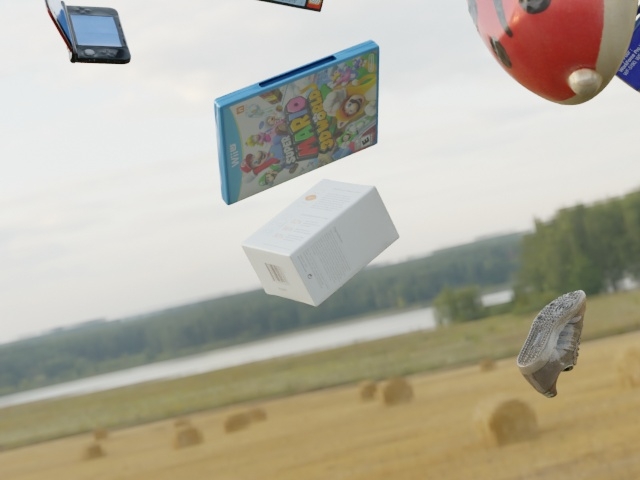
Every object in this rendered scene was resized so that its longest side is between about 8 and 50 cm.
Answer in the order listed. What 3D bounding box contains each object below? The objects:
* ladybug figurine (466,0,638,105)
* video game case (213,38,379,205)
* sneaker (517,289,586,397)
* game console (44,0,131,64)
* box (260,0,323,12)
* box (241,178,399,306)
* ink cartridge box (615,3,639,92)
[{"bbox_3d":[0.299,-0.379,1.938,0.161,0.449,0.305,6,-41,-20],"label":"ladybug figurine"},{"bbox_3d":[-0.019,-0.108,1.299,0.166,0.015,0.119,-23,-41,-21],"label":"video game case"},{"bbox_3d":[0.336,0.148,2.013,0.066,0.071,0.188,-16,23,44],"label":"sneaker"},{"bbox_3d":[-0.325,-0.313,1.944,0.124,0.144,0.085,0,-51,-19],"label":"game console"},{"bbox_3d":[-0.108,-0.311,1.578,0.159,0.044,0.233,6,17,-25],"label":"box"},{"bbox_3d":[0.000,0.000,1.990,0.170,0.091,0.130,-38,26,-24],"label":"box"},{"bbox_3d":[0.513,-0.288,2.084,0.165,0.065,0.332,-53,-21,15],"label":"ink cartridge box"}]
